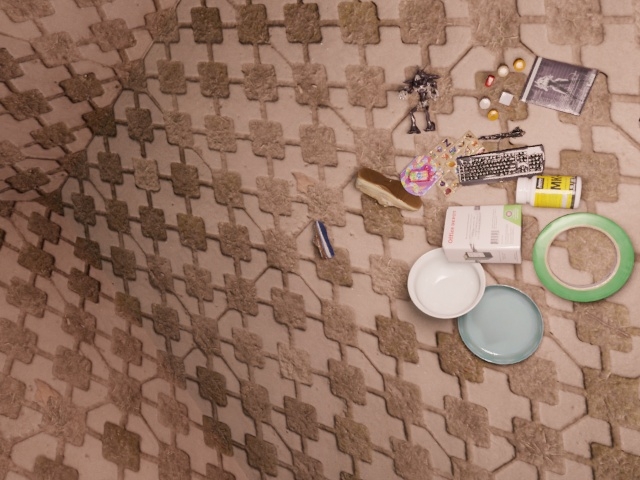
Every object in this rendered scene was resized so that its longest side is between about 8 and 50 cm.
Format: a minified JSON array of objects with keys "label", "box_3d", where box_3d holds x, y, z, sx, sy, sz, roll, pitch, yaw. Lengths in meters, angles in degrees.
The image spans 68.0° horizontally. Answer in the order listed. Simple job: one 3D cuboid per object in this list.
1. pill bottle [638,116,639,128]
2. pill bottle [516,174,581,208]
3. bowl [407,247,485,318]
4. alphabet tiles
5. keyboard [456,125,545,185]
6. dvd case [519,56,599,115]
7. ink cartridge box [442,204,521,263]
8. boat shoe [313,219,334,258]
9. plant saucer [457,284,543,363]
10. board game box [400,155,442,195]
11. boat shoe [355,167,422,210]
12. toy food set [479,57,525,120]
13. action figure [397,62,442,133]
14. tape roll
[{"label":"pill bottle","box_3d":[1.108,-0.398,1.561,0.094,0.169,0.094,3,96,25]},{"label":"pill bottle","box_3d":[0.833,-0.179,1.739,0.208,0.119,0.119,5,97,24]},{"label":"bowl","box_3d":[0.504,0.187,1.890,0.297,0.134,0.298,-9,60,16]},{"label":"alphabet tiles","box_3d":[0.547,-0.322,1.924,0.237,0.009,0.198,-41,77,22]},{"label":"keyboard","box_3d":[0.691,-0.328,1.835,0.317,0.033,0.202,-6,92,22]},{"label":"dvd case","box_3d":[0.871,-0.567,1.743,0.221,0.018,0.165,23,105,21]},{"label":"ink cartridge box","box_3d":[0.620,-0.025,1.809,0.272,0.115,0.198,0,57,26]},{"label":"boat shoe","box_3d":[0.000,0.000,2.178,0.066,0.066,0.183,-21,85,27]},{"label":"plant saucer","box_3d":[0.711,0.329,1.884,0.317,0.043,0.318,2,95,24]},{"label":"board game box","box_3d":[0.410,-0.272,1.949,0.169,0.033,0.133,-47,74,8]},{"label":"boat shoe","box_3d":[0.286,-0.200,2.016,0.302,0.109,0.098,28,142,9]},{"label":"toy food set","box_3d":[0.682,-0.584,1.807,0.111,0.104,0.232,21,122,9]},{"label":"action figure","box_3d":[0.402,-0.573,1.899,0.164,0.141,0.276,-1,97,27]},{"label":"tape roll","box_3d":[0.948,0.058,1.729,0.321,0.077,0.321,3,96,26]}]
